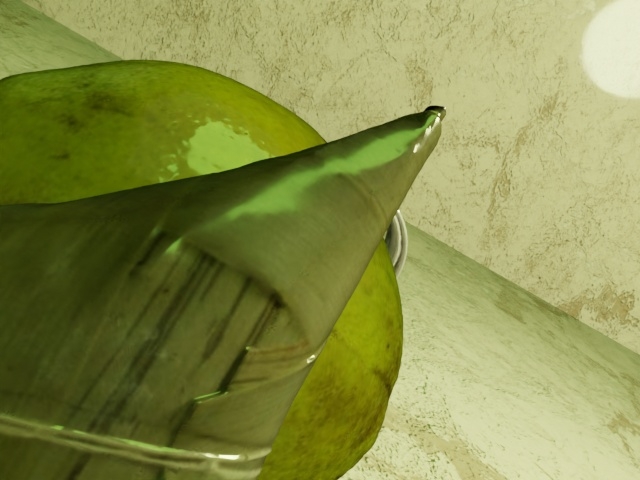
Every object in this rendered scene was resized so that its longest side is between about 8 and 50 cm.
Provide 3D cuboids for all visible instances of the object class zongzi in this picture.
[{"bbox_3d":[-0.200,0.003,0.472,0.447,0.418,0.181,31,-9,-5],"label":"zongzi"}]

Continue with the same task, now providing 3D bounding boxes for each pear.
[{"bbox_3d":[-0.116,0.026,0.730,0.413,0.352,0.352,35,9,-19],"label":"pear"}]

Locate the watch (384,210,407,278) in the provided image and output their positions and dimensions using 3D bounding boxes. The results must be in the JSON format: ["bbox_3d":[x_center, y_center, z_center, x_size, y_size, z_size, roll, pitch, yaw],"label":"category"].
[{"bbox_3d":[0.000,0.000,1.329,0.244,0.231,0.196,33,13,-13],"label":"watch"}]
